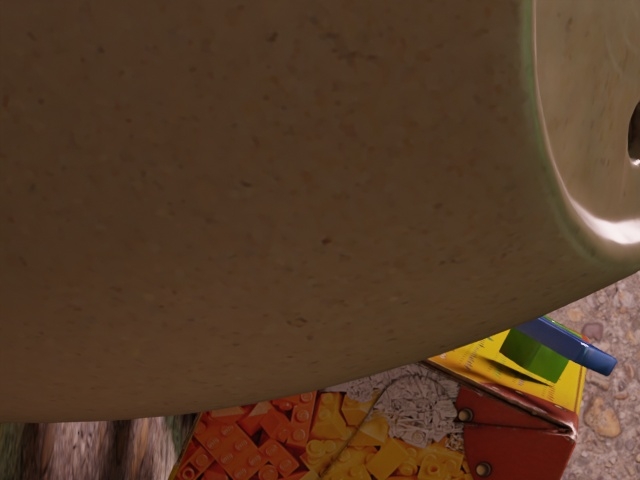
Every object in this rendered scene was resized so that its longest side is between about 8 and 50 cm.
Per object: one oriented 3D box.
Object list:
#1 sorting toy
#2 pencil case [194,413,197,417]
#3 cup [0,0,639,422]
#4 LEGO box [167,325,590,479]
[{"bbox_3d":[0.000,0.000,1.077,0.047,0.348,0.196,-61,169,3],"label":"sorting toy"},{"bbox_3d":[-0.067,0.118,1.643,0.236,0.104,0.104,83,12,-60],"label":"pencil case"},{"bbox_3d":[-0.008,-0.088,0.577,0.331,0.237,0.331,-23,118,-53],"label":"cup"},{"bbox_3d":[0.013,0.215,1.269,0.500,0.193,0.372,-20,133,-81],"label":"LEGO box"}]
